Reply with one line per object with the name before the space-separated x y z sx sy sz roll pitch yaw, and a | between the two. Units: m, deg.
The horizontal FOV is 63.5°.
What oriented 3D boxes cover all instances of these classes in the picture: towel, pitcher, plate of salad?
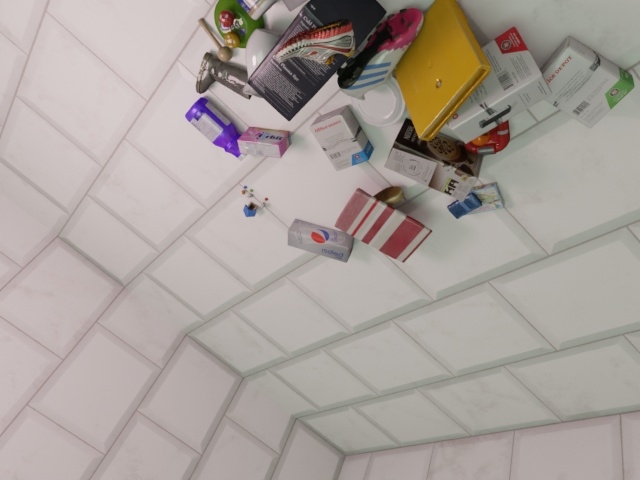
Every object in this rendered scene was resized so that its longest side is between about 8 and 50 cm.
towel | 0.529 -0.128 1.903 0.067 0.029 0.119 43 136 -15
pitcher | -0.192 -0.609 1.767 0.126 0.177 0.207 16 117 0
towel | 0.240 -0.055 2.025 0.329 0.037 0.237 29 140 -3
plate of salad | 0.198 -0.481 1.755 0.200 0.048 0.199 18 130 22

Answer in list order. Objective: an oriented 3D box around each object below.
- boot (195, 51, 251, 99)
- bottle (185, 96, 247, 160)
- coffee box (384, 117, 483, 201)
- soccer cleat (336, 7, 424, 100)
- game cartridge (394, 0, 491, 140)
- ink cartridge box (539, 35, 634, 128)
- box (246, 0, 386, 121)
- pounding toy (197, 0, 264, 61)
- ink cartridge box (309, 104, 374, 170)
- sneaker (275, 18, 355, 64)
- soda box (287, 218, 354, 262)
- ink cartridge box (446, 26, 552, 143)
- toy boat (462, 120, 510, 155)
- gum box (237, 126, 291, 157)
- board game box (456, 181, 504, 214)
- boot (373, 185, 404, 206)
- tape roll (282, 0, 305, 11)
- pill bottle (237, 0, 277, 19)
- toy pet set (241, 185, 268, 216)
boot | -0.351 -0.583 1.926 0.209 0.076 0.189 24 140 -7
bottle | -0.402 -0.438 2.067 0.283 0.092 0.118 42 136 -15
coffee box | 0.389 -0.278 1.767 0.298 0.168 0.118 24 138 3
soccer cleat | 0.198 -0.573 1.611 0.331 0.115 0.143 -37 145 26
game cartridge | 0.335 -0.501 1.491 0.053 0.323 0.285 6 146 -27
ink cartridge box | 0.740 -0.451 1.475 0.220 0.092 0.160 31 137 -4
box | -0.008 -0.579 1.543 0.179 0.343 0.313 41 137 -12
pounding toy | -0.312 -0.709 1.744 0.237 0.110 0.183 -18 121 38
ink cartridge box | 0.079 -0.373 1.891 0.148 0.085 0.203 -14 123 35
sneaker | -0.016 -0.486 1.322 0.226 0.088 0.092 -3 128 30
soda box | 0.000 0.000 2.292 0.287 0.091 0.098 17 136 11
ink cartridge box | 0.482 -0.438 1.484 0.273 0.196 0.114 -29 148 27
toy boat | 0.512 -0.357 1.639 0.151 0.151 0.231 -1 130 28
gum box | -0.222 -0.384 2.017 0.189 0.107 0.062 10 135 18
board game box | 0.582 -0.151 1.897 0.154 0.026 0.103 -11 125 34
boot | 0.277 -0.093 2.057 0.203 0.095 0.262 43 137 -16
tape roll | -0.021 -0.751 1.474 0.219 0.219 0.072 -18 121 38
pill bottle | -0.235 -0.822 1.563 0.153 0.153 0.264 -26 116 42
toy pet set | -0.313 -0.163 2.311 0.122 0.065 0.114 29 138 -1
